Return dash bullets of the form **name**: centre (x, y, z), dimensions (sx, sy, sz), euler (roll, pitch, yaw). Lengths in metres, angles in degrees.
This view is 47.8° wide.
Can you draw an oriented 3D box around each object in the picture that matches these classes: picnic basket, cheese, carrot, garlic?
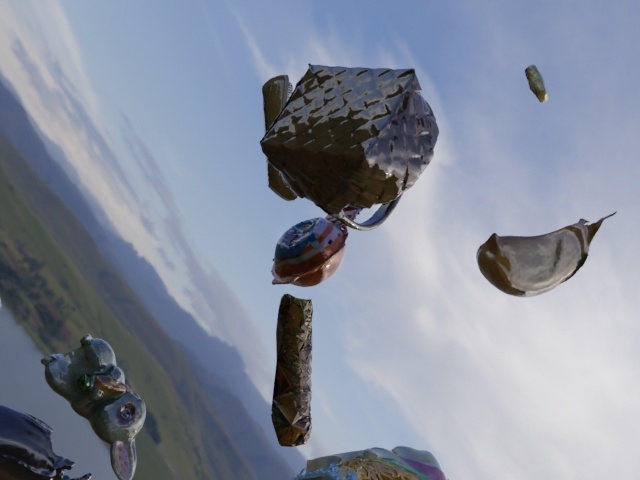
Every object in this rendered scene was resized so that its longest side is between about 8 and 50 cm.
- **picnic basket**: centre (0.090, -0.164, 1.444), dimensions (0.337, 0.293, 0.337), euler (27, -18, 9)
- **cheese**: centre (0.000, 0.000, 1.720), dimensions (0.217, 0.329, 0.129), euler (-6, -57, 48)
- **cheese**: centre (0.414, -0.296, 1.375), dimensions (0.044, 0.030, 0.083), euler (28, 42, -39)
- **carrot**: centre (-0.040, 0.193, 1.091), dimensions (0.069, 0.069, 0.228), euler (-178, -89, -67)
- **garlic**: centre (0.537, 0.039, 1.725), dimensions (0.196, 0.338, 0.151), euler (94, -18, -49)

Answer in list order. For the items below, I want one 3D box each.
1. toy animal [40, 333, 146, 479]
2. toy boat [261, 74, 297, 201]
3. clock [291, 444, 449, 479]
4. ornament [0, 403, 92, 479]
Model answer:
- **toy animal**: centre (-0.340, 0.260, 1.164), dimensions (0.236, 0.108, 0.138), euler (51, -7, 1)
- **toy boat**: centre (-0.084, -0.259, 1.830), dimensions (0.089, 0.121, 0.321), euler (159, -73, -77)
- **clock**: centre (0.056, 0.287, 0.811), dimensions (0.231, 0.144, 0.103), euler (-34, -118, 56)
- **ornament**: centre (-0.420, 0.287, 0.848), dimensions (0.260, 0.251, 0.106), euler (52, 7, -30)
